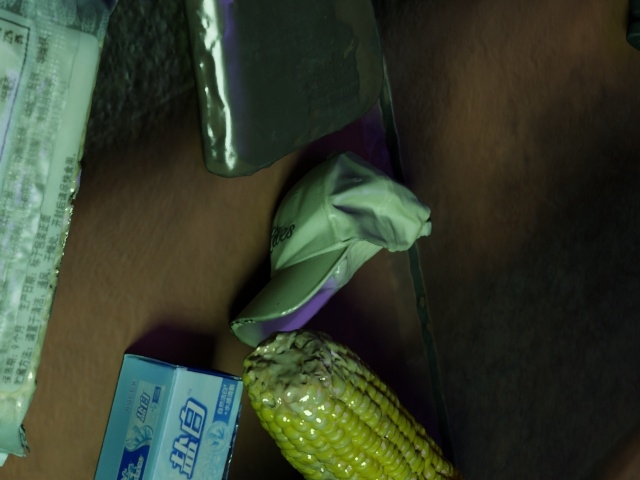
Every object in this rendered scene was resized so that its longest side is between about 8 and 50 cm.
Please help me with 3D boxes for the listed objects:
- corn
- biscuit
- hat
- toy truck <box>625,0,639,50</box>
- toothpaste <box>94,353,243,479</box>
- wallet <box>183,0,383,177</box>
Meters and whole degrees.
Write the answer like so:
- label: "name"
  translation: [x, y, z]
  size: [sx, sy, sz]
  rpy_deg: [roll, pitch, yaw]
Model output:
- label: "corn"
  translation: [0.037, 0.154, 1.225]
  size: [0.097, 0.097, 0.320]
  rpy_deg: [-62, 146, -20]
- label: "biscuit"
  translation: [-0.191, -0.027, 0.951]
  size: [0.186, 0.079, 0.309]
  rpy_deg: [9, 91, -52]
- label: "hat"
  translation: [0.000, 0.007, 1.203]
  size: [0.166, 0.081, 0.122]
  rpy_deg: [-44, 170, -16]
- label: "toy truck"
  translation: [0.334, -0.250, 1.477]
  size: [0.147, 0.165, 0.224]
  rpy_deg: [38, 53, -72]
- label: "toothpaste"
  translation: [-0.114, 0.209, 1.114]
  size: [0.066, 0.053, 0.272]
  rpy_deg: [17, 86, -50]
- label: "wallet"
  translation: [-0.032, -0.205, 1.127]
  size: [0.165, 0.042, 0.309]
  rpy_deg: [-28, 119, -41]
